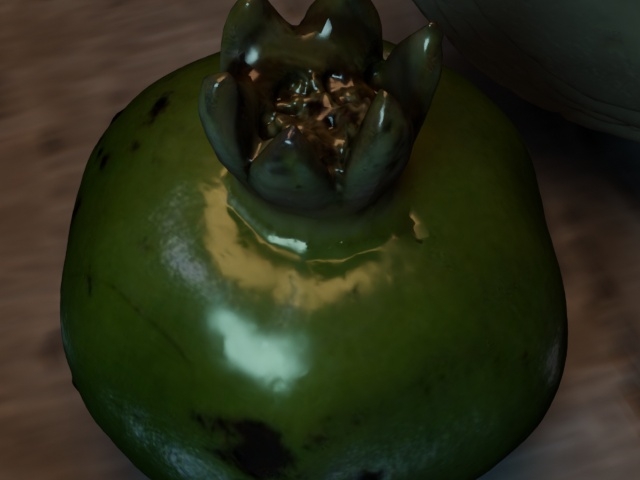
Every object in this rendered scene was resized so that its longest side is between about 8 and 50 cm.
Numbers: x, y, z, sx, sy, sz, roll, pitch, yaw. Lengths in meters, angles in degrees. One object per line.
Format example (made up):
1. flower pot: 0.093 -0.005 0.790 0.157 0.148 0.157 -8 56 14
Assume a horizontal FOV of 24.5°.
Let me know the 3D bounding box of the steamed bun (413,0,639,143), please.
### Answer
1. steamed bun: 0.217 -0.146 0.623 0.384 0.236 0.247 5 57 16

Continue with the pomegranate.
1. pomegranate: -0.002 0.000 0.501 0.187 0.225 0.187 1 61 -3
